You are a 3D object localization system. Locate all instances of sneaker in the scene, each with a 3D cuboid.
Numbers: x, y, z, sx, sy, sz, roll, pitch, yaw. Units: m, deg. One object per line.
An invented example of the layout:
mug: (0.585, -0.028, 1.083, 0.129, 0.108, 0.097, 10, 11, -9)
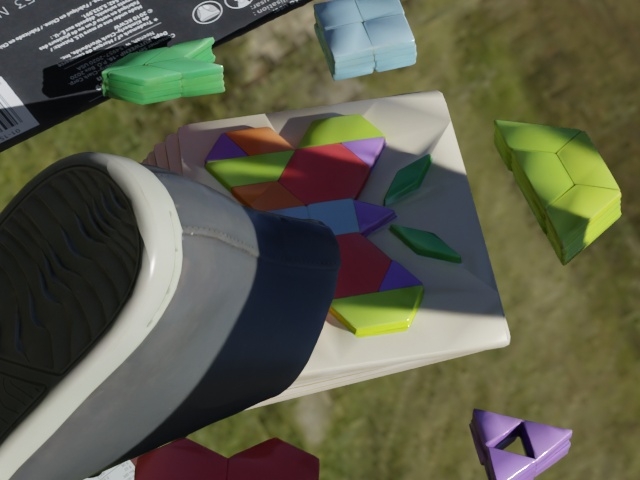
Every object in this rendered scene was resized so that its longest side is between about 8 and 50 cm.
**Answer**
sneaker: (-0.093, 0.063, 0.603, 0.118, 0.222, 0.083, 13, 45, -53)

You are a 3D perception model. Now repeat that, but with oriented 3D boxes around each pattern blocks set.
pattern blocks set: (0.000, 0.000, 0.841, 0.026, 0.285, 0.325, 85, -20, -46)

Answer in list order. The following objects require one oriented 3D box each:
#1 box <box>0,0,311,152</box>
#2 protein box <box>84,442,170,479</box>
box: (-0.150, -0.168, 0.962, 0.163, 0.247, 0.142, 57, 11, -52)
protein box: (-0.180, 0.173, 1.330, 0.201, 0.136, 0.200, 53, -5, 1)
